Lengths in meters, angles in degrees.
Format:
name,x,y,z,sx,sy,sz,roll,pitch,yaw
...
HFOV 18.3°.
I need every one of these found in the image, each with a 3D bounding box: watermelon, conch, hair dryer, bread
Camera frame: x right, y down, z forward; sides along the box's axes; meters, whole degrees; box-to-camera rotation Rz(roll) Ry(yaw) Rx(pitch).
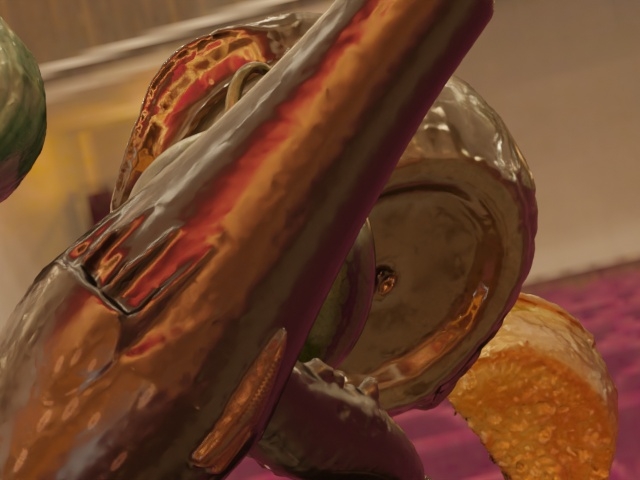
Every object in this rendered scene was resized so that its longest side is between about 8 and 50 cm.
name,x,y,z,sx,sy,sz,roll,pitch,yaw
watermelon,-0.041,-0.007,1.060,0.140,0.187,0.141,-6,-17,-2
conch,-0.221,-0.079,1.021,0.176,0.122,0.188,38,-12,-33
hair dryer,0.016,0.050,0.891,0.304,0.120,0.359,-53,-37,0
bread,0.198,0.148,1.801,0.139,0.229,0.143,-30,20,18

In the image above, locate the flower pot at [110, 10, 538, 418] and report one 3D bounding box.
name,x,y,z,sx,sy,sz,roll,pitch,yaw
flower pot,0.000,0.000,1.431,0.301,0.302,0.213,-11,34,-24
